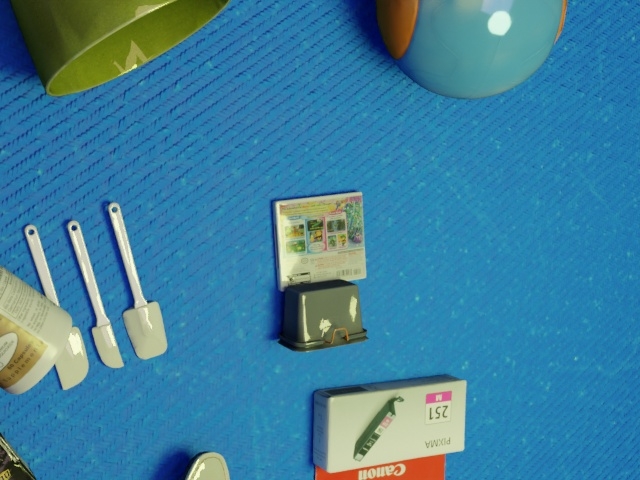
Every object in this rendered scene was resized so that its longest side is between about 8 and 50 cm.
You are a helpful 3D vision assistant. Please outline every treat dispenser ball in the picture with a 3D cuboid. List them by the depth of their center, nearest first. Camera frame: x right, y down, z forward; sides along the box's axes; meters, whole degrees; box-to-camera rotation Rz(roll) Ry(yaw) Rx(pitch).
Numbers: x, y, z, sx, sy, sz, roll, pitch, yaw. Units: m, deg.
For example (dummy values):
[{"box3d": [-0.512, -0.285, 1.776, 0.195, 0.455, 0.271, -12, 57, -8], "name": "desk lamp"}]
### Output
[{"box3d": [0.228, -0.360, 1.530, 0.288, 0.288, 0.288, -4, 98, -29], "name": "treat dispenser ball"}]

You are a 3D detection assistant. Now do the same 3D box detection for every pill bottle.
[{"box3d": [-0.449, 0.088, 1.299, 0.229, 0.131, 0.131, 41, 76, -27], "name": "pill bottle"}]

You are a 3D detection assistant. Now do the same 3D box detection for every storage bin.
[{"box3d": [0.006, 0.115, 1.571, 0.135, 0.098, 0.091, -8, 102, -27], "name": "storage bin"}]

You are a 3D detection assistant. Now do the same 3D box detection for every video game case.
[{"box3d": [0.000, 0.000, 1.603, 0.157, 0.019, 0.143, -8, 100, -27], "name": "video game case"}]

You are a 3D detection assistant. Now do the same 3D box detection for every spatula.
[{"box3d": [-0.321, 0.074, 1.437, 0.168, 0.019, 0.242, -18, 104, -21], "name": "spatula"}]

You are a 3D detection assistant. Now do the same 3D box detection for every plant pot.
[{"box3d": [-0.300, -0.378, 1.276, 0.275, 0.275, 0.293, -31, 93, -22], "name": "plant pot"}]

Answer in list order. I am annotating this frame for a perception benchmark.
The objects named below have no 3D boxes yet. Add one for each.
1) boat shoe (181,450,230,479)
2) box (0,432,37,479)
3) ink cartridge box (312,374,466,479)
[{"box3d": [-0.195, 0.435, 1.513, 0.095, 0.079, 0.254, 1, 98, -32], "name": "boat shoe"}, {"box3d": [-0.573, 0.317, 1.290, 0.322, 0.079, 0.257, -39, 115, -20], "name": "box"}, {"box3d": [0.117, 0.359, 1.690, 0.275, 0.060, 0.239, -2, 96, -29], "name": "ink cartridge box"}]
